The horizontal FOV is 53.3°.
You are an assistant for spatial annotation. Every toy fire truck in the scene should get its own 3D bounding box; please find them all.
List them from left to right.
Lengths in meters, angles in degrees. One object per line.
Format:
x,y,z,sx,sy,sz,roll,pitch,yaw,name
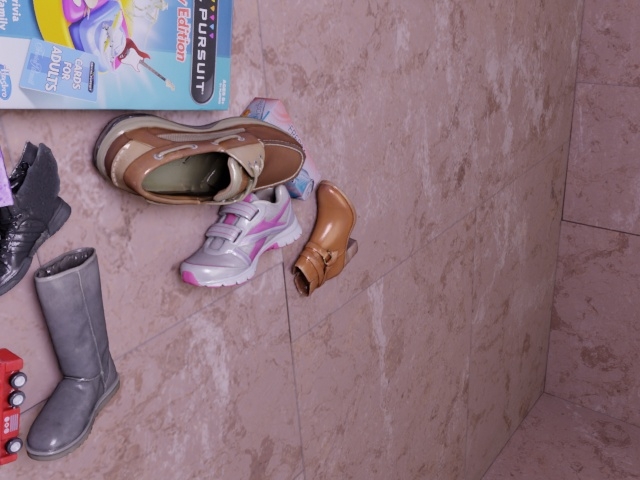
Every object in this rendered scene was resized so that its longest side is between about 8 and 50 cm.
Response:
-0.414,0.183,0.731,0.135,0.047,0.192,-5,108,-52,toy fire truck

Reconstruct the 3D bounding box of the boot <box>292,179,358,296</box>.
0.000,0.000,1.195,0.152,0.073,0.197,-42,131,-31,boot

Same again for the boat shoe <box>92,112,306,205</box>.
-0.144,-0.096,0.886,0.324,0.120,0.122,-9,130,-43,boat shoe

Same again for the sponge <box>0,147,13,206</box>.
-0.409,-0.073,0.590,0.210,0.031,0.117,-12,115,-26,sponge

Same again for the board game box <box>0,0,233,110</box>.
-0.248,-0.284,0.750,0.336,0.079,0.253,-14,114,-50,board game box

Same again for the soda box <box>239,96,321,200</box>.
-0.066,-0.149,1.060,0.063,0.058,0.183,-57,140,-23,soda box

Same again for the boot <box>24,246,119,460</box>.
-0.316,0.135,0.792,0.189,0.076,0.208,-75,170,-63,boot

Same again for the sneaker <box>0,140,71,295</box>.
-0.353,-0.026,0.735,0.170,0.051,0.089,-60,142,-27,sneaker

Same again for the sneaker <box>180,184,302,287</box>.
-0.130,-0.016,1.000,0.252,0.103,0.111,-43,132,-47,sneaker
